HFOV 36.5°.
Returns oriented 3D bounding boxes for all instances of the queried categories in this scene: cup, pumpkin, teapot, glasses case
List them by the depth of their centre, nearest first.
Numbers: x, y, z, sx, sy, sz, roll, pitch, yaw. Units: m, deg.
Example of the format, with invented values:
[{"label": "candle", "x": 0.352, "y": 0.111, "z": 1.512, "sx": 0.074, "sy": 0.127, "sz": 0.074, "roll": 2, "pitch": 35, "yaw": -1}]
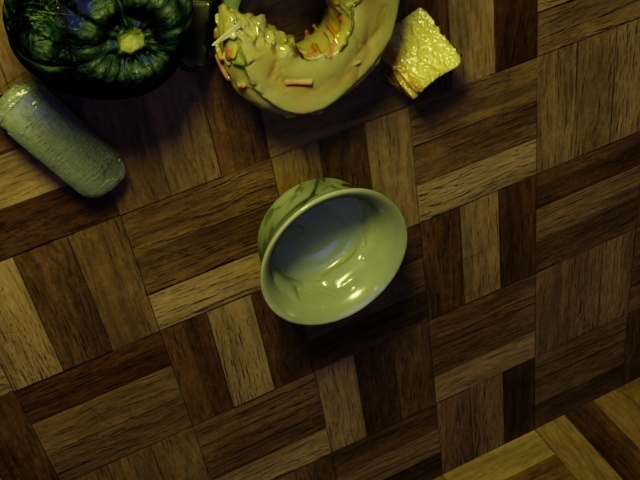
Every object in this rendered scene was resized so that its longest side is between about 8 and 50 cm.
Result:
[{"label": "pumpkin", "x": -0.366, "y": -0.378, "z": 1.584, "sx": 0.315, "sy": 0.238, "sz": 0.315, "roll": -27, "pitch": 150, "yaw": -17}, {"label": "teapot", "x": -0.240, "y": -0.389, "z": 1.746, "sx": 0.096, "sy": 0.087, "sz": 0.177, "roll": 11, "pitch": 121, "yaw": 3}, {"label": "glasses case", "x": -0.470, "y": -0.180, "z": 1.776, "sx": 0.109, "sy": 0.067, "sz": 0.282, "roll": -43, "pitch": 131, "yaw": 1}, {"label": "cup", "x": 0.000, "y": 0.000, "z": 2.114, "sx": 0.347, "sy": 0.163, "sz": 0.347, "roll": -16, "pitch": 130, "yaw": -20}]

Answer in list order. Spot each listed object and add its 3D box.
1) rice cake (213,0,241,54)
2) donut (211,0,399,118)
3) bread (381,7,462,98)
[{"label": "rice cake", "x": -0.171, "y": -0.425, "z": 1.795, "sx": 0.033, "sy": 0.029, "sz": 0.170, "roll": 12, "pitch": 115, "yaw": -29}, {"label": "donut", "x": -0.017, "y": -0.392, "z": 1.809, "sx": 0.371, "sy": 0.150, "sz": 0.307, "roll": -37, "pitch": 140, "yaw": -6}, {"label": "bread", "x": 0.194, "y": -0.384, "z": 1.992, "sx": 0.147, "sy": 0.127, "sz": 0.152, "roll": -38, "pitch": 116, "yaw": 0}]
